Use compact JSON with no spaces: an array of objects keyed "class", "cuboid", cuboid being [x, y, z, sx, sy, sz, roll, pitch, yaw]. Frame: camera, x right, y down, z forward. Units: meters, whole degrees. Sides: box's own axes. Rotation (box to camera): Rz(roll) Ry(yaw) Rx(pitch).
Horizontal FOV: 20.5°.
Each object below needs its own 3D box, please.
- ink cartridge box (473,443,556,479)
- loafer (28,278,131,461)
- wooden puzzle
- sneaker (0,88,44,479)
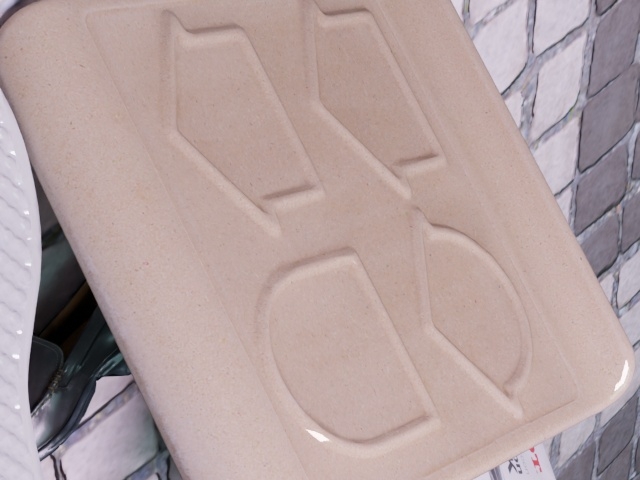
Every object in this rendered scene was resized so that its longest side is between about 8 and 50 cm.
[{"class":"ink cartridge box","cuboid":[0.036,0.101,1.188,0.114,0.197,0.273,-26,160,23]},{"class":"loafer","cuboid":[-0.162,0.075,1.040,0.170,0.062,0.061,-47,126,-27]},{"class":"wooden puzzle","cuboid":[0.000,0.000,1.021,0.348,0.322,0.080,-18,168,-46]},{"class":"sneaker","cuboid":[-0.217,0.068,0.894,0.126,0.127,0.321,-13,102,-58]}]
